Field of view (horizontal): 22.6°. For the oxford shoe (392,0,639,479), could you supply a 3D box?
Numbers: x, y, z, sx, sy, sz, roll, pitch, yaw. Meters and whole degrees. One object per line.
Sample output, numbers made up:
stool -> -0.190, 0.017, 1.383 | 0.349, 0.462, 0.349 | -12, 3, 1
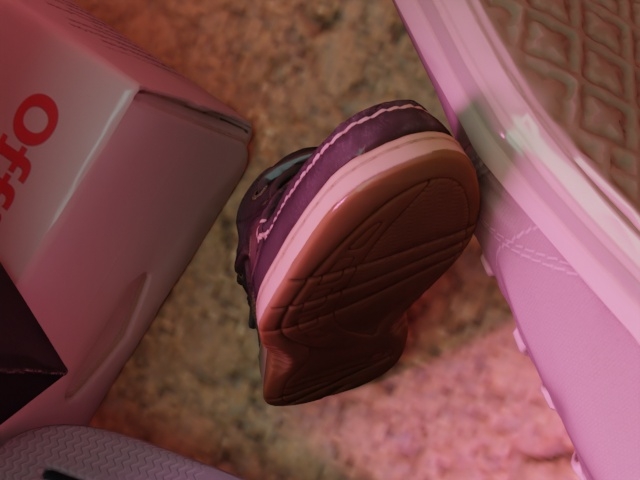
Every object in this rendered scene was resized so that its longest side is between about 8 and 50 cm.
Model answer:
oxford shoe -> 0.124, 0.019, 0.590 | 0.130, 0.169, 0.449 | -46, 69, 43

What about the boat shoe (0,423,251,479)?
boat shoe -> -0.006, 0.167, 0.653 | 0.302, 0.109, 0.094 | 22, 133, 15

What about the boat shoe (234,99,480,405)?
boat shoe -> 0.001, 0.000, 0.601 | 0.080, 0.223, 0.073 | -19, 70, -13

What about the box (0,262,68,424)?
box -> -0.247, -0.004, 0.602 | 0.184, 0.103, 0.261 | -38, 75, 13

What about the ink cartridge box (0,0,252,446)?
ink cartridge box -> -0.221, -0.042, 0.720 | 0.307, 0.129, 0.223 | 34, 97, 18
